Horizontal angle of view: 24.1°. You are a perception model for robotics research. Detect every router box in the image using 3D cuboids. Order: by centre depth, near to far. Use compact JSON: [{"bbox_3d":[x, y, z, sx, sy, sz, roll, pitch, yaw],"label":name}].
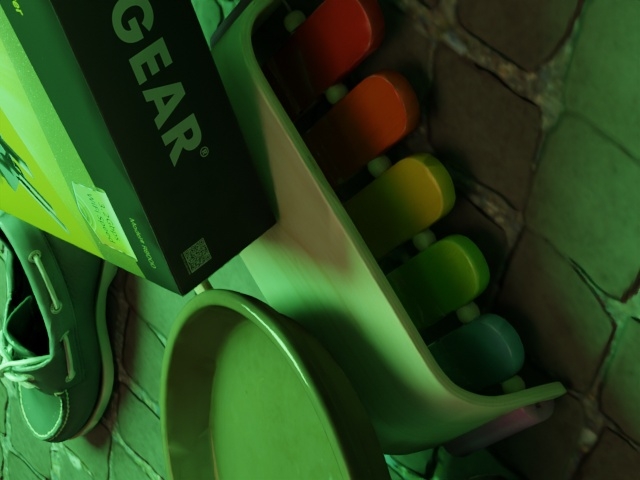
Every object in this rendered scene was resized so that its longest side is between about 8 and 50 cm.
[{"bbox_3d":[-0.173,-0.137,0.858,0.243,0.081,0.309,21,141,46],"label":"router box"}]

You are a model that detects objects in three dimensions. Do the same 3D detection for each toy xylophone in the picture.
[{"bbox_3d":[0.000,0.000,0.923,0.236,0.081,0.322,-24,93,56],"label":"toy xylophone"}]

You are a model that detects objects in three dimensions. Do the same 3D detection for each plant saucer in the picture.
[{"bbox_3d":[-0.024,0.162,0.909,0.278,0.041,0.278,34,129,54],"label":"plant saucer"}]

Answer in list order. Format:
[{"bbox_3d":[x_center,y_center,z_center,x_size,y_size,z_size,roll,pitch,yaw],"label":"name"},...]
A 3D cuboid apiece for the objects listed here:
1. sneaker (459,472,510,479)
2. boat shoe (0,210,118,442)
[{"bbox_3d":[0.083,0.330,1.004,0.182,0.158,0.410,15,117,58],"label":"sneaker"},{"bbox_3d":[-0.237,0.066,1.247,0.116,0.099,0.319,43,140,25],"label":"boat shoe"}]
